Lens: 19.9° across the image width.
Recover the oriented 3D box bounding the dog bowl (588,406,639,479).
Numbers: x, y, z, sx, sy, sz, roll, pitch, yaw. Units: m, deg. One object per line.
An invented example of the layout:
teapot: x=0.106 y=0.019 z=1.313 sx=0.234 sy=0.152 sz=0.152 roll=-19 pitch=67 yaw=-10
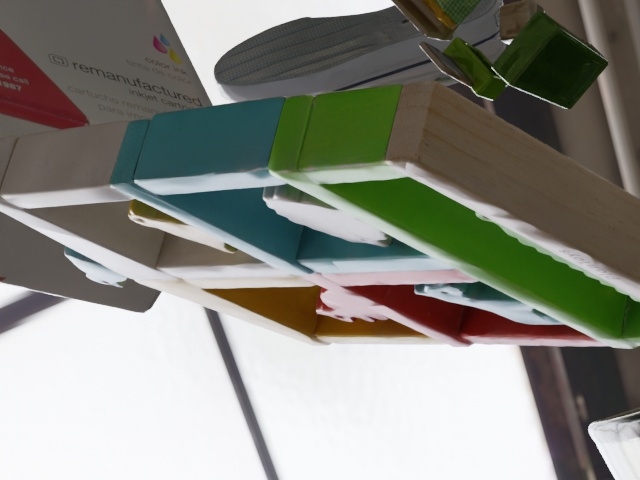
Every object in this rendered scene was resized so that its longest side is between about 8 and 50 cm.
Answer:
dog bowl: x=0.389 y=0.130 z=1.184 sx=0.408 sy=0.150 sz=0.408 roll=-16 pitch=173 yaw=-2

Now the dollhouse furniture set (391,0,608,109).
dollhouse furniture set: x=0.079 y=-0.128 z=0.949 sx=0.076 sy=0.058 sz=0.152 roll=-49 pitch=-127 yaw=17

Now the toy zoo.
toy zoo: x=0.000 y=0.000 z=0.718 sx=0.293 sy=0.192 sz=0.030 roll=-3 pitch=-112 yaw=48

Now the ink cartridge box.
ink cartridge box: x=-0.208 y=-0.117 z=1.106 sx=0.226 sy=0.131 sz=0.306 roll=13 pitch=-145 yaw=-35

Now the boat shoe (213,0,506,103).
boat shoe: x=0.035 y=-0.128 z=1.391 sx=0.226 sy=0.076 sz=0.083 roll=-13 pitch=-140 yaw=7
